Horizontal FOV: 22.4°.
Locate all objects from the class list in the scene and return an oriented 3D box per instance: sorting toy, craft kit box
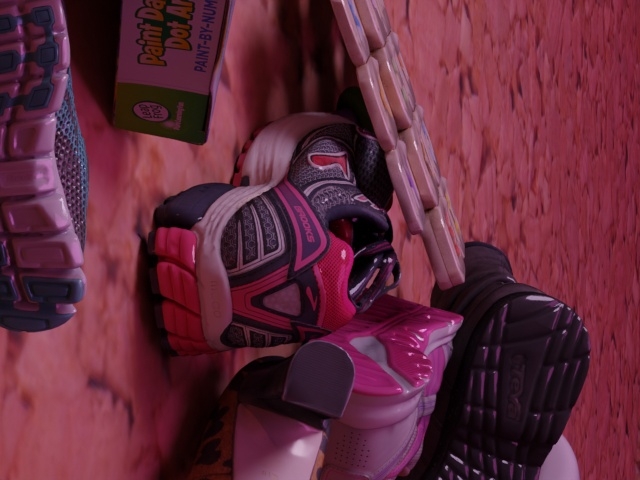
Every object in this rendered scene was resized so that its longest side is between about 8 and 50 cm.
[{"bbox_3d":[0.023,-0.057,1.170,0.042,0.061,0.102,-22,110,-25],"label":"sorting toy"},{"bbox_3d":[-0.047,-0.210,0.773,0.246,0.061,0.249,116,-15,-64],"label":"craft kit box"}]

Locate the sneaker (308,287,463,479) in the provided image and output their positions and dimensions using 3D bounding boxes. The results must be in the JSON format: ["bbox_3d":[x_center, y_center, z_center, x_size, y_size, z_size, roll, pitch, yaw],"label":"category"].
[{"bbox_3d":[0.032,0.103,1.126,0.252,0.103,0.111,-42,147,-71],"label":"sneaker"}]

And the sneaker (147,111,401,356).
[{"bbox_3d":[0.000,0.000,0.985,0.299,0.112,0.120,-49,136,-65],"label":"sneaker"}]

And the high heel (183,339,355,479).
[{"bbox_3d":[-0.059,0.181,0.897,0.261,0.093,0.186,-63,-175,-15],"label":"high heel"}]

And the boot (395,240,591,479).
[{"bbox_3d":[0.099,0.176,1.269,0.338,0.118,0.223,-63,-169,3],"label":"boot"}]

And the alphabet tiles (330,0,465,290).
[{"bbox_3d":[0.049,-0.111,1.121,0.278,0.021,0.284,-68,139,-77],"label":"alphabet tiles"}]

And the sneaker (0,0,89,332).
[{"bbox_3d":[-0.130,-0.048,0.691,0.076,0.065,0.166,-85,175,-75],"label":"sneaker"}]

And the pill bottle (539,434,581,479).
[{"bbox_3d":[0.178,0.286,1.491,0.264,0.146,0.146,72,26,-44],"label":"pill bottle"}]
